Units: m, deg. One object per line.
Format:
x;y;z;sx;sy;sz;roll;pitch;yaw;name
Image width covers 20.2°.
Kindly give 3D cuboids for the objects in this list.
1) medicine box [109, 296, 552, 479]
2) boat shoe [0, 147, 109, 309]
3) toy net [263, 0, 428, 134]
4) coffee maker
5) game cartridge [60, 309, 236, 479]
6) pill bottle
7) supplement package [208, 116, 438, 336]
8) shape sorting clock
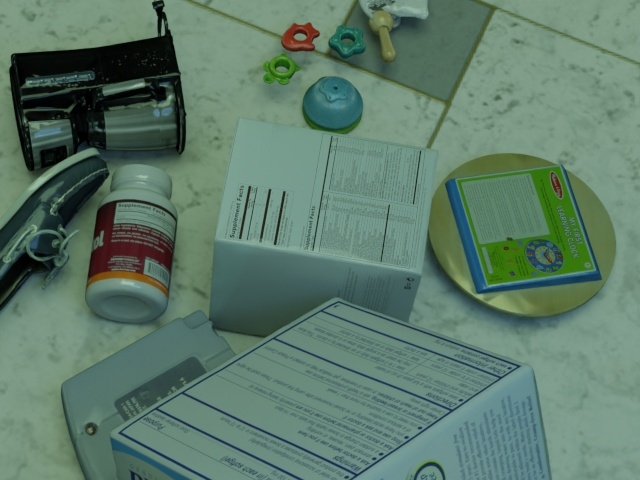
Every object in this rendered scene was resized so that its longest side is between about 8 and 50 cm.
0.011;0.201;1.601;0.289;0.149;0.263;-30;31;-31;medicine box
-0.303;0.009;1.843;0.079;0.095;0.254;41;69;14;boat shoe
0.036;-0.227;2.035;0.122;0.045;0.232;30;62;13;toy net
-0.243;-0.162;1.943;0.178;0.120;0.171;-7;44;-10;coffee maker
-0.121;0.227;1.767;0.196;0.060;0.294;-27;67;-22;game cartridge
-0.193;0.002;1.863;0.086;0.086;0.152;6;60;-2;pill bottle
0.000;0.000;1.819;0.203;0.194;0.149;10;60;0;supplement package
0.216;-0.006;1.929;0.206;0.040;0.206;2;58;-3;shape sorting clock
